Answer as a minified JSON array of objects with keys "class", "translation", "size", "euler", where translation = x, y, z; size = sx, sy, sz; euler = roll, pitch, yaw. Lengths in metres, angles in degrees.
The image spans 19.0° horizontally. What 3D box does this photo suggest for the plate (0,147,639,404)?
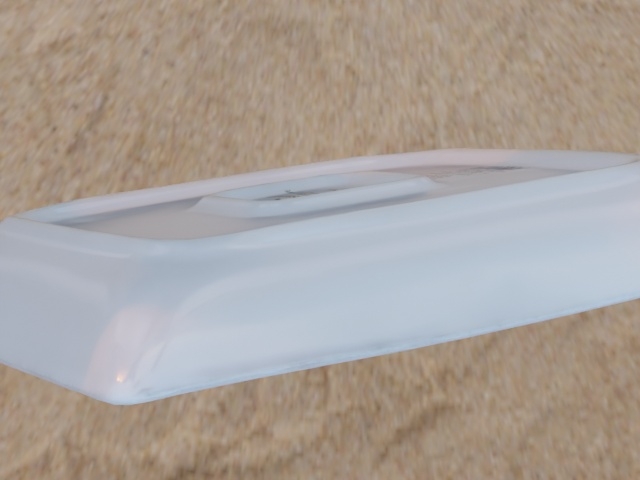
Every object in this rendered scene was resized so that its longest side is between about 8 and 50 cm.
[{"class":"plate","translation":[0.000,0.000,0.729],"size":[0.278,0.277,0.045],"euler":[-10,97,-25]}]
